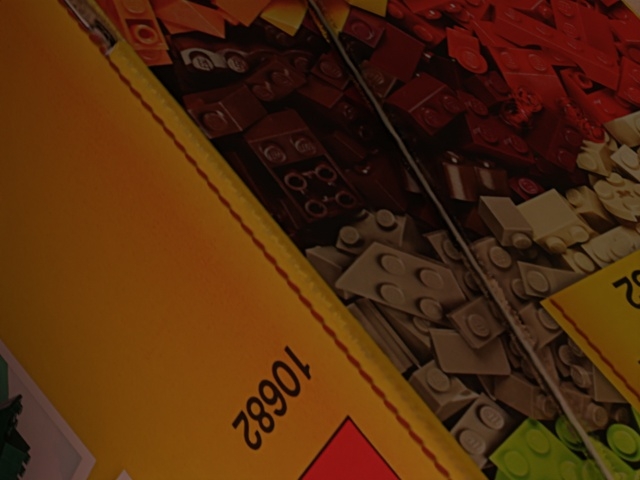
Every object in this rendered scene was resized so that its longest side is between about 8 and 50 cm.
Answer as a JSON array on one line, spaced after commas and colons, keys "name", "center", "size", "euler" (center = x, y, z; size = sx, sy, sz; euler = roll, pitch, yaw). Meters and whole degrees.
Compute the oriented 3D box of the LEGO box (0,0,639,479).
[{"name": "LEGO box", "center": [-0.046, 0.130, 0.606], "size": [0.193, 0.372, 0.500], "euler": [-22, 156, -44]}]
